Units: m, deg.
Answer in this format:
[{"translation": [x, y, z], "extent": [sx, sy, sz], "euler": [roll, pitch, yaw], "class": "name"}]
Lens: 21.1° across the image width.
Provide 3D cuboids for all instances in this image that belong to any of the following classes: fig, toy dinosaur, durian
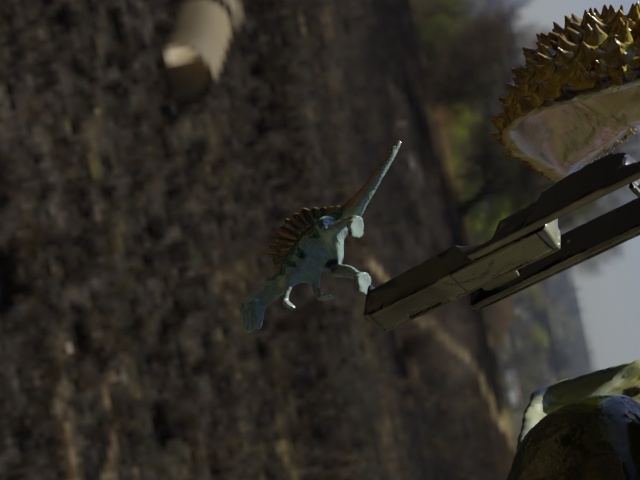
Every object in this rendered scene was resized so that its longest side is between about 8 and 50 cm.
[{"translation": [0.183, 0.178, 1.263], "extent": [0.117, 0.177, 0.117], "euler": [17, 61, -33], "class": "fig"}, {"translation": [-0.002, -0.003, 1.441], "extent": [0.044, 0.106, 0.187], "euler": [38, 59, -43], "class": "toy dinosaur"}, {"translation": [0.256, -0.156, 1.635], "extent": [0.250, 0.183, 0.138], "euler": [152, -52, -61], "class": "durian"}]

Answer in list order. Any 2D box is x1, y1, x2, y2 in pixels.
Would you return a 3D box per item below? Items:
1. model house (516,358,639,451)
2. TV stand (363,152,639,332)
[{"translation": [0.323, 0.228, 1.517], "extent": [0.266, 0.261, 0.321], "euler": [5, -59, 59], "class": "model house"}, {"translation": [0.130, -0.008, 0.960], "extent": [0.042, 0.249, 0.036], "euler": [45, 33, -28], "class": "TV stand"}]
